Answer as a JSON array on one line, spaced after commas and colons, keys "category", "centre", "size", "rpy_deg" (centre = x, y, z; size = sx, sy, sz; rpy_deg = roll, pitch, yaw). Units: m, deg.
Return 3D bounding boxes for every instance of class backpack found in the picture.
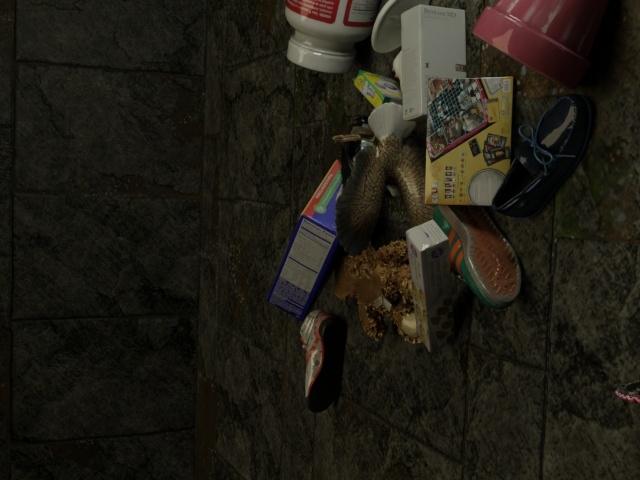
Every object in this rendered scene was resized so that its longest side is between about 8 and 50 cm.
[{"category": "backpack", "centre": [0.109, -0.191, 2.012], "size": [0.152, 0.115, 0.182], "rpy_deg": [109, 165, -56]}]

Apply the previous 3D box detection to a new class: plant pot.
[{"category": "plant pot", "centre": [0.376, -0.372, 1.360], "size": [0.180, 0.201, 0.201], "rpy_deg": [-62, 33, 19]}]

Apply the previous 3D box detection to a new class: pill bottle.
[{"category": "pill bottle", "centre": [0.040, -0.632, 2.047], "size": [0.229, 0.229, 0.408], "rpy_deg": [-126, 43, -53]}]

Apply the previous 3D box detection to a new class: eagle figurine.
[{"category": "eagle figurine", "centre": [0.156, -0.128, 1.835], "size": [0.226, 0.225, 0.298], "rpy_deg": [-29, 49, 39]}]

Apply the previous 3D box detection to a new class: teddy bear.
[{"category": "teddy bear", "centre": [0.164, 0.112, 1.935], "size": [0.338, 0.113, 0.245], "rpy_deg": [-3, 94, 58]}]

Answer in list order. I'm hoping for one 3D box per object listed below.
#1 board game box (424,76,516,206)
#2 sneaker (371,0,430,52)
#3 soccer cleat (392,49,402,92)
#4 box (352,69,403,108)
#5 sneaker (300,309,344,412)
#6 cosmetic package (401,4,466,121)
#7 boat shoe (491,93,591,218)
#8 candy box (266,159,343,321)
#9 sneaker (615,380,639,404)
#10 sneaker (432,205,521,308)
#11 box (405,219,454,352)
[{"category": "board game box", "centre": [0.285, -0.187, 1.593], "size": [0.042, 0.165, 0.243], "rpy_deg": [-4, -83, -70]}, {"category": "sneaker", "centre": [0.183, -0.579, 1.893], "size": [0.296, 0.104, 0.147], "rpy_deg": [-64, 32, 33]}, {"category": "soccer cleat", "centre": [0.210, -0.366, 1.865], "size": [0.196, 0.068, 0.076], "rpy_deg": [-109, 34, -42]}, {"category": "box", "centre": [0.151, -0.345, 1.943], "size": [0.179, 0.105, 0.043], "rpy_deg": [56, 131, 52]}, {"category": "sneaker", "centre": [-0.005, 0.327, 2.304], "size": [0.145, 0.090, 0.270], "rpy_deg": [-149, 66, -64]}, {"category": "cosmetic package", "centre": [0.237, -0.366, 1.742], "size": [0.085, 0.117, 0.231], "rpy_deg": [177, 92, -65]}, {"category": "boat shoe", "centre": [0.381, -0.135, 1.446], "size": [0.109, 0.089, 0.258], "rpy_deg": [-118, 37, -47]}, {"category": "candy box", "centre": [0.000, 0.000, 2.106], "size": [0.268, 0.122, 0.317], "rpy_deg": [-58, -6, -50]}, {"category": "sneaker", "centre": [0.496, 0.221, 1.251], "size": [0.119, 0.047, 0.057], "rpy_deg": [-6, 69, 62]}, {"category": "sneaker", "centre": [0.297, 0.033, 1.628], "size": [0.302, 0.108, 0.121], "rpy_deg": [-107, 24, -43]}, {"category": "box", "centre": [0.222, 0.098, 1.665], "size": [0.324, 0.063, 0.067], "rpy_deg": [78, 164, -47]}]
